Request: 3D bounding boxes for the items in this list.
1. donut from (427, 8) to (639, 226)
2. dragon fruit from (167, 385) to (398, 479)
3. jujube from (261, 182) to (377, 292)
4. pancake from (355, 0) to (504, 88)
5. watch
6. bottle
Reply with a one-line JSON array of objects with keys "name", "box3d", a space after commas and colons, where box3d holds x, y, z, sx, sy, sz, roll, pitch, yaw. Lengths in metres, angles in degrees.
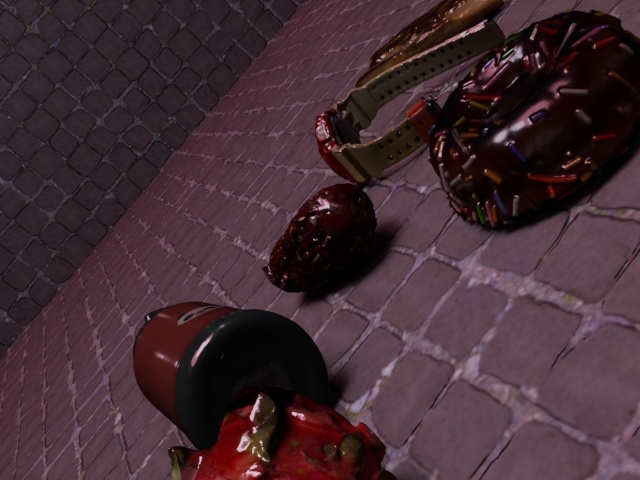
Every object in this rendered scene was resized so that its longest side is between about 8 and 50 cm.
[{"name": "donut", "box3d": [0.196, -0.120, 0.683, 0.235, 0.089, 0.235, -38, 24, 20]}, {"name": "dragon fruit", "box3d": [-0.034, 0.201, 0.490, 0.166, 0.160, 0.172, 5, 48, 12]}, {"name": "jujube", "box3d": [0.004, 0.001, 0.847, 0.166, 0.104, 0.104, -47, 16, 46]}, {"name": "pancake", "box3d": [0.150, -0.304, 1.142, 0.212, 0.056, 0.257, -43, 13, -5]}, {"name": "watch", "box3d": [0.116, -0.178, 0.961, 0.268, 0.102, 0.165, -24, 37, 30]}, {"name": "bottle", "box3d": [-0.123, 0.134, 0.799, 0.144, 0.144, 0.336, -54, 20, -15]}]
